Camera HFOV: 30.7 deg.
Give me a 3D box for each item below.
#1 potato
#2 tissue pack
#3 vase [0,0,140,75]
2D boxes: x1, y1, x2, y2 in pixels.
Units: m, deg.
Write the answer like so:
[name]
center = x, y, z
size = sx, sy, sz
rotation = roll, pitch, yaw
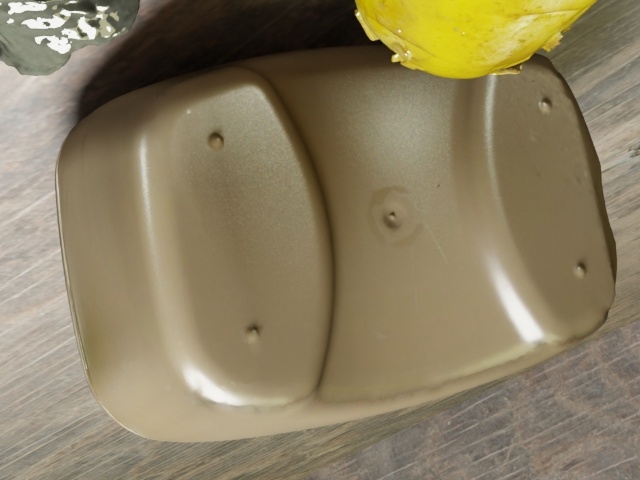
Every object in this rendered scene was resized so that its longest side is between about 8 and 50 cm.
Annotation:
[potato]
center = 0.112, -0.197, 0.656
size = 0.173, 0.140, 0.300
rotation = -10, 158, -19
[tissue pack]
center = 0.000, 0.000, 0.872
size = 0.387, 0.267, 0.277
rotation = -10, 179, -29
[vase]
center = -0.182, -0.167, 0.513
size = 0.115, 0.115, 0.237
rotation = -26, 157, 17
